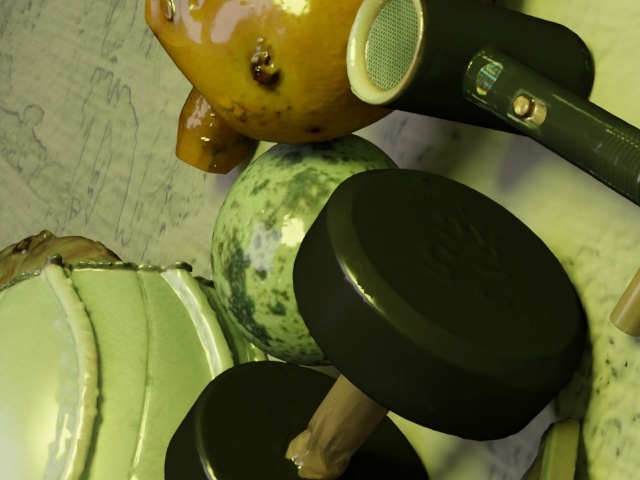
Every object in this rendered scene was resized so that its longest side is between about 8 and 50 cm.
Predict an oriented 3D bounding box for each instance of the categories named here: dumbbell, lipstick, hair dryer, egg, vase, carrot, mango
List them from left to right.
[{"bbox_3d":[-0.138,0.250,1.061,0.250,0.250,0.445,-38,45,53],"label":"vase"},{"bbox_3d":[-0.035,-0.200,1.359,0.314,0.066,0.066,-66,24,15],"label":"carrot"},{"bbox_3d":[0.000,0.000,1.060,0.132,0.132,0.172,-53,17,37],"label":"egg"},{"bbox_3d":[0.022,-0.147,1.038,0.166,0.136,0.236,5,34,37],"label":"mango"},{"bbox_3d":[0.025,0.085,0.920,0.218,0.153,0.152,-56,28,34],"label":"dumbbell"},{"bbox_3d":[0.129,-0.059,0.870,0.255,0.128,0.070,41,116,49],"label":"hair dryer"},{"bbox_3d":[0.169,0.004,0.822,0.094,0.019,0.019,-63,25,21],"label":"lipstick"}]

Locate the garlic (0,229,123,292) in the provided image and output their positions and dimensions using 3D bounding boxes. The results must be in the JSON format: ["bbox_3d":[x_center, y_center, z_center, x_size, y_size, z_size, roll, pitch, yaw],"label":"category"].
[{"bbox_3d":[-0.219,0.114,1.449,0.245,0.160,0.244,-10,74,38],"label":"garlic"}]

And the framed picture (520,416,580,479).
[{"bbox_3d":[0.045,0.235,0.834,0.281,0.019,0.209,-60,1,28],"label":"framed picture"}]
